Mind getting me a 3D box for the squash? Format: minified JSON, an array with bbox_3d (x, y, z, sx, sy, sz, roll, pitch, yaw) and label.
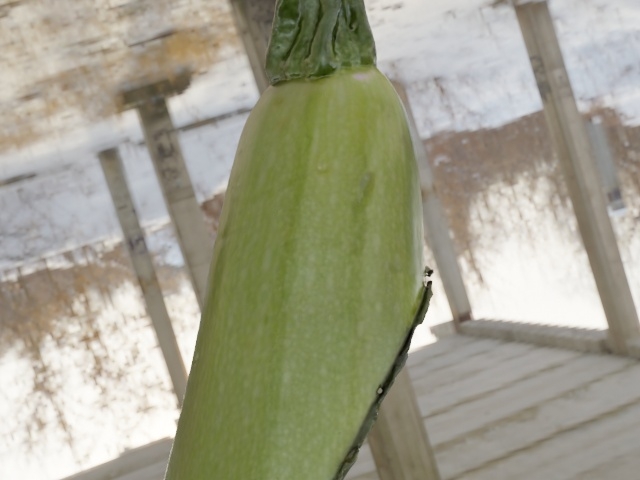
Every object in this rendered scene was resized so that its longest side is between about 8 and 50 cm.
[{"bbox_3d":[0.003,0.002,0.349,0.075,0.200,0.090,10,174,8],"label":"squash"}]
